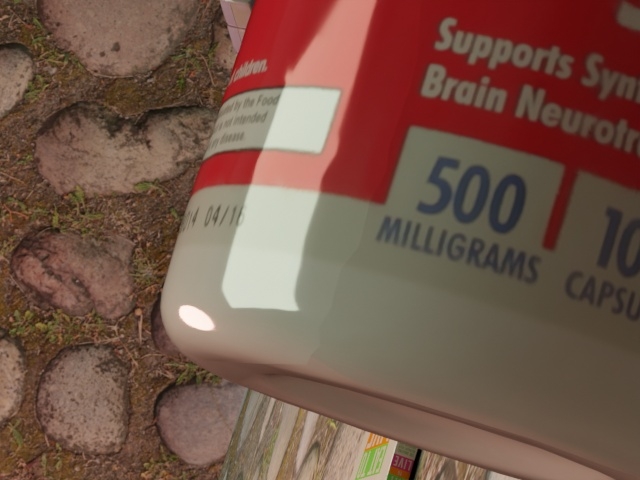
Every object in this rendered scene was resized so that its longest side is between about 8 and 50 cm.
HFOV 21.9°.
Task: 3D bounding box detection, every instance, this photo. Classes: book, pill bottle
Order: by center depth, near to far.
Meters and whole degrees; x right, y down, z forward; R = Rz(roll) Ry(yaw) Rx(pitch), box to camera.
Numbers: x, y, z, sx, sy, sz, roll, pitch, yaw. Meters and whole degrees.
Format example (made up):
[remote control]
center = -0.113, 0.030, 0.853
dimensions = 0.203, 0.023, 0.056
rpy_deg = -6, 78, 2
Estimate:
[pill bottle]
center = 0.104, -0.120, 0.630
dimensions = 0.229, 0.229, 0.407
rpy_deg = 133, 154, -79
[book]
center = 0.064, 0.147, 1.316
dimensions = 0.096, 0.035, 0.144
rpy_deg = 133, 157, -69

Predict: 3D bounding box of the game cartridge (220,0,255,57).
[game cartridge]
center = 0.020, -0.291, 1.965
dimensions = 0.355, 0.068, 0.230
rpy_deg = -48, -46, -35
